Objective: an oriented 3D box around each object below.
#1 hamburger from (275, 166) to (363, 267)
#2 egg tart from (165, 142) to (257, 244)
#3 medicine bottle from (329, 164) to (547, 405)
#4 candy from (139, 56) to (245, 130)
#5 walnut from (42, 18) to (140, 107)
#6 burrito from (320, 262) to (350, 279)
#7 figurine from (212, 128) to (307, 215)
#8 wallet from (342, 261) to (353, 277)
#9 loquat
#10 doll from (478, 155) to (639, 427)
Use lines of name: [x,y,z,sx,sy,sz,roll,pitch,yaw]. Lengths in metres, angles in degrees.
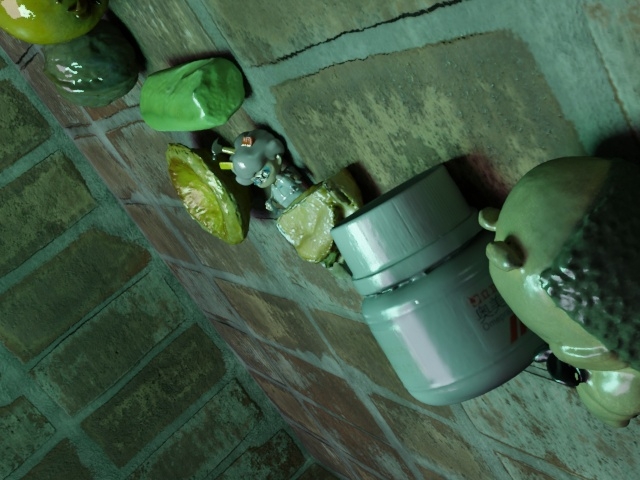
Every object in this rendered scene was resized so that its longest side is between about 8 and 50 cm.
hamburger: [0.031,-0.052,1.371,0.155,0.135,0.208,47,141,3]
egg tart: [-0.260,-0.134,1.798,0.319,0.128,0.319,42,157,23]
medicine bottle: [0.174,0.064,1.096,0.306,0.245,0.245,58,159,-4]
candy: [-0.281,-0.302,1.524,0.343,0.142,0.132,12,126,57]
walnut: [-0.552,-0.423,1.741,0.224,0.224,0.224,41,158,20]
burrito: [0.000,0.002,1.618,0.058,0.063,0.229,-16,128,28]
figurine: [-0.111,-0.150,1.500,0.229,0.112,0.137,43,132,-3]
wallet: [0.116,0.066,1.506,0.168,0.052,0.245,50,164,0]
loquat: [-0.577,-0.543,1.523,0.275,0.275,0.275,41,158,20]
doll: [0.338,0.070,0.813,0.349,0.247,0.247,37,161,-10]
